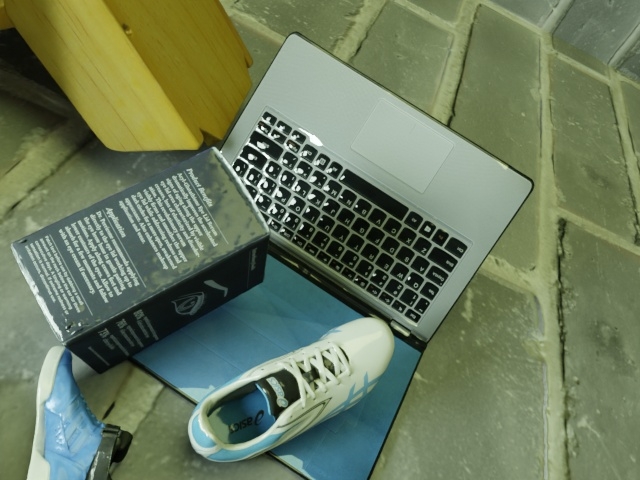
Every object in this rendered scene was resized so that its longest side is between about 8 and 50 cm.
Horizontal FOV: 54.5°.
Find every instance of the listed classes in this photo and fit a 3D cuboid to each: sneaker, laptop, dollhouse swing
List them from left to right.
[{"bbox_3d":[-0.216,0.169,0.571,0.084,0.058,0.152,4,52,-19],"label":"sneaker"},{"bbox_3d":[-0.325,-0.264,0.907,0.315,0.305,0.347,59,21,-28],"label":"dollhouse swing"},{"bbox_3d":[-0.020,0.149,0.630,0.237,0.086,0.085,-27,75,-18],"label":"sneaker"},{"bbox_3d":[0.000,0.000,0.740,0.382,0.408,0.236,33,8,3],"label":"laptop"}]

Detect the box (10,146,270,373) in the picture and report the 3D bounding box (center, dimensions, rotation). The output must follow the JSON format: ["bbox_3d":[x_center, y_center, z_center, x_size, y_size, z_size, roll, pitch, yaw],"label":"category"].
[{"bbox_3d":[-0.164,0.024,0.616,0.207,0.153,0.108,-29,75,-18],"label":"box"}]
